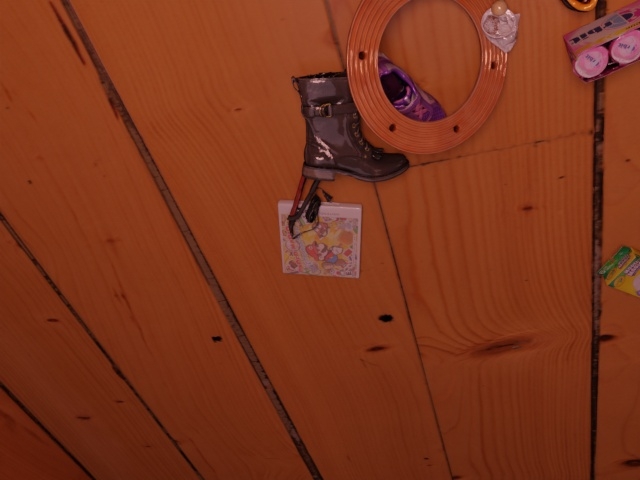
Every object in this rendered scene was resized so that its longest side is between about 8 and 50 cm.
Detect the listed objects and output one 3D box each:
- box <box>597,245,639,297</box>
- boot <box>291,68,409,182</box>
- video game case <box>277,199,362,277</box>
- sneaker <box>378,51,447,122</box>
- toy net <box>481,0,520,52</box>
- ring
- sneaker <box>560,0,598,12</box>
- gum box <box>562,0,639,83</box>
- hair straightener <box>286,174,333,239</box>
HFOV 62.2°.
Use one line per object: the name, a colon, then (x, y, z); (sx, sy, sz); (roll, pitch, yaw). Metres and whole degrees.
box: (0.780, 0.084, 1.288); (0.179, 0.043, 0.105); (21, 127, -5)
boot: (0.070, -0.243, 1.113); (0.263, 0.091, 0.228); (-3, 115, -11)
video game case: (0.000, 0.000, 1.354); (0.207, 0.026, 0.226); (4, 128, 6)
sneaker: (0.169, -0.274, 1.046); (0.236, 0.104, 0.095); (32, 102, -27)
toy net: (0.295, -0.433, 0.930); (0.122, 0.045, 0.232); (-33, 116, -6)
ring: (0.196, -0.327, 0.966); (0.337, 0.032, 0.336); (-6, 107, -20)
sneaker: (0.407, -0.474, 0.888); (0.215, 0.083, 0.084); (41, 124, -20)
gum box: (0.535, -0.360, 0.940); (0.189, 0.107, 0.062); (-21, 121, 23)
hair straightener: (-0.018, -0.096, 1.246); (0.089, 0.047, 0.230); (20, 116, -1)
